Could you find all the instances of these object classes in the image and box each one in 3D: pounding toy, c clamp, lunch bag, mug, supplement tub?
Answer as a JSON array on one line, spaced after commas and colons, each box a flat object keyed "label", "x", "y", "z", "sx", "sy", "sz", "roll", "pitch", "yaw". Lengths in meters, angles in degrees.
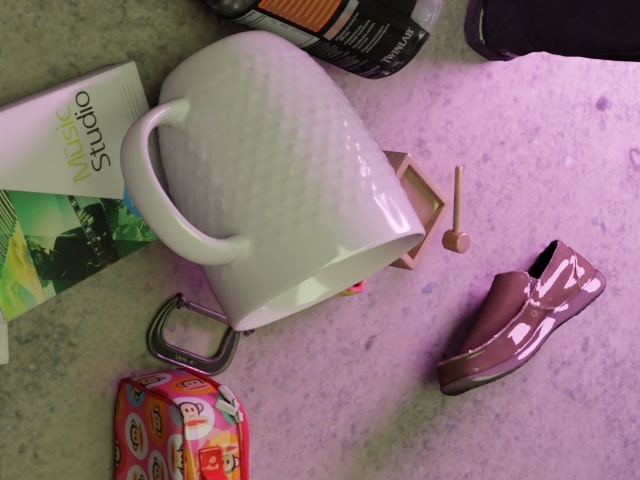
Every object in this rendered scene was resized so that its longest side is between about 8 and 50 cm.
[{"label": "pounding toy", "x": 0.138, "y": -0.047, "z": 1.787, "sx": 0.206, "sy": 0.094, "sz": 0.181, "roll": 44, "pitch": 68, "yaw": -37}, {"label": "c clamp", "x": -0.162, "y": 0.120, "z": 1.664, "sx": 0.161, "sy": 0.022, "sz": 0.137, "roll": 18, "pitch": 91, "yaw": -33}, {"label": "lunch bag", "x": -0.172, "y": 0.323, "z": 1.541, "sx": 0.120, "sy": 0.258, "sz": 0.293, "roll": -6, "pitch": 100, "yaw": -30}, {"label": "mug", "x": -0.090, "y": -0.081, "z": 1.489, "sx": 0.374, "sy": 0.276, "sz": 0.328, "roll": -15, "pitch": 75, "yaw": -50}, {"label": "supplement tub", "x": -0.020, "y": -0.362, "z": 1.580, "sx": 0.338, "sy": 0.207, "sz": 0.207, "roll": 19, "pitch": 86, "yaw": -32}]

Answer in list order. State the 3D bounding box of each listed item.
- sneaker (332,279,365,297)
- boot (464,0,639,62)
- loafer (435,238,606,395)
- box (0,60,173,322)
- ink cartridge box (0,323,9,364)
[{"label": "sneaker", "x": 0.000, "y": 0.000, "z": 1.702, "sx": 0.081, "sy": 0.094, "sz": 0.208, "roll": -47, "pitch": 115, "yaw": -16}, {"label": "boot", "x": 0.416, "y": -0.435, "z": 1.693, "sx": 0.146, "sy": 0.445, "sz": 0.367, "roll": 6, "pitch": 93, "yaw": -32}, {"label": "loafer", "x": 0.300, "y": 0.119, "z": 1.896, "sx": 0.366, "sy": 0.134, "sz": 0.130, "roll": -35, "pitch": 89, "yaw": -34}, {"label": "box", "x": -0.320, "y": -0.068, "z": 1.460, "sx": 0.322, "sy": 0.058, "sz": 0.232, "roll": -33, "pitch": 113, "yaw": -45}, {"label": "ink cartridge box", "x": -0.490, "y": 0.080, "z": 1.417, "sx": 0.212, "sy": 0.093, "sz": 0.154, "roll": -4, "pitch": 97, "yaw": -33}]
